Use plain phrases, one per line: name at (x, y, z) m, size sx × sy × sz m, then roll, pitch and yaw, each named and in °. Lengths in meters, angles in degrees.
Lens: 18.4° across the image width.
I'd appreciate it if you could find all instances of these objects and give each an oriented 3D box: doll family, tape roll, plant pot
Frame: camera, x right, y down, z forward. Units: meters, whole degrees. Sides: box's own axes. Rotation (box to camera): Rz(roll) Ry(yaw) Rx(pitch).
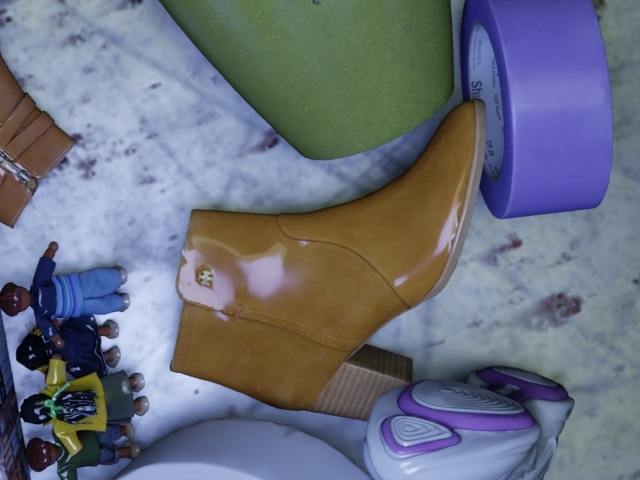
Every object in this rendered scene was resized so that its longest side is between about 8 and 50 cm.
doll family at (-0.201, 0.100, 1.566) m, size 0.111 × 0.076 × 0.193 m, roll -5°, pitch 76°, yaw -32°
tape roll at (-0.065, 0.287, 1.535) m, size 0.286 × 0.100 × 0.286 m, roll 6°, pitch 109°, yaw 18°
plant pot at (-0.011, -0.221, 1.523) m, size 0.275 × 0.275 × 0.293 m, roll -28°, pitch 111°, yaw -5°
tape roll at (0.169, -0.114, 1.565) m, size 0.080 × 0.189 × 0.189 m, roll -8°, pitch 93°, yaw -7°

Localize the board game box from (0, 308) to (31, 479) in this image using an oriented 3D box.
board game box at (-0.301, 0.169, 1.500) m, size 0.141 × 0.232 × 0.291 m, roll -10°, pitch 93°, yaw -5°

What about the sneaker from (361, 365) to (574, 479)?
sneaker at (0.116, 0.183, 1.528) m, size 0.114 × 0.305 × 0.152 m, roll 19°, pitch 98°, yaw 25°

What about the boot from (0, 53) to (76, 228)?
boot at (-0.259, -0.121, 1.576) m, size 0.152 × 0.073 × 0.197 m, roll 33°, pitch 100°, yaw -6°

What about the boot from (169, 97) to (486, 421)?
boot at (0.000, 0.000, 1.575) m, size 0.211 × 0.104 × 0.295 m, roll 17°, pitch 105°, yaw -4°
